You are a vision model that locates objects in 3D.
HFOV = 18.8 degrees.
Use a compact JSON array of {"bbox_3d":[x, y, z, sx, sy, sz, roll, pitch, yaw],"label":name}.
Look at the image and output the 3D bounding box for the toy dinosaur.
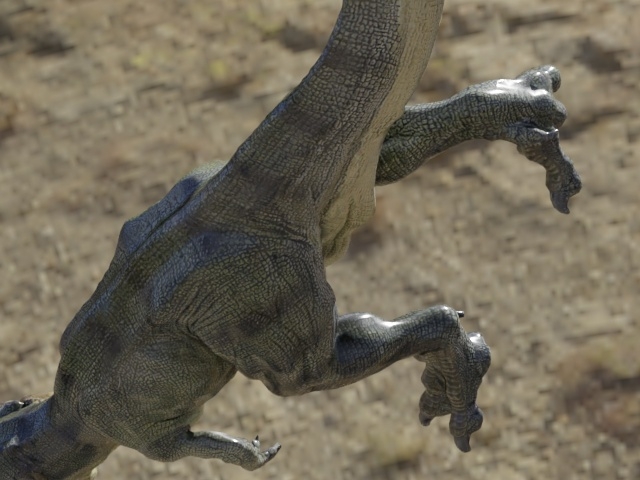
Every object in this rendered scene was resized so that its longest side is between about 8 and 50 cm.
[{"bbox_3d":[0.000,0.000,0.472,0.118,0.268,0.064,4,49,-31],"label":"toy dinosaur"}]
